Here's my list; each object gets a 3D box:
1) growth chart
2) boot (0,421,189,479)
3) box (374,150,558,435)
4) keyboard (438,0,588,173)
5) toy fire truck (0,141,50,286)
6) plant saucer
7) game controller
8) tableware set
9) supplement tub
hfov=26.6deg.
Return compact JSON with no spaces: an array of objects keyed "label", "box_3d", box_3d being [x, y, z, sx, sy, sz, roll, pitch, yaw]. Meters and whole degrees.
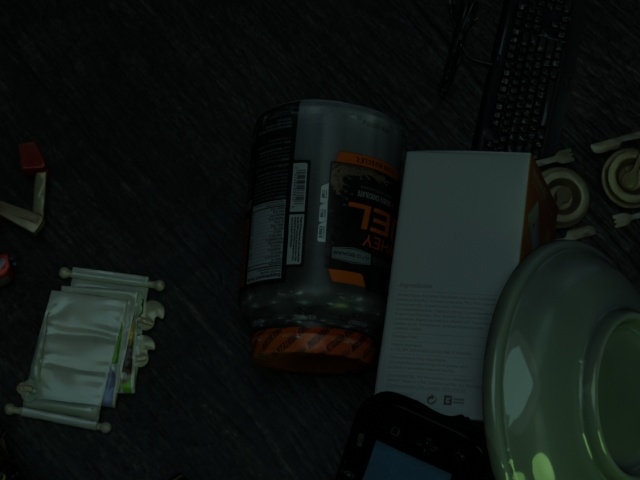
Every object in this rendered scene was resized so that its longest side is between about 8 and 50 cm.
[{"label":"growth chart","box_3d":[-0.315,0.147,1.854,0.172,0.021,0.237,16,74,4]},{"label":"boot","box_3d":[-0.374,0.334,1.746,0.377,0.138,0.284,-32,76,-3]},{"label":"box","box_3d":[0.195,0.081,1.756,0.168,0.215,0.345,2,73,20]},{"label":"keyboard","box_3d":[0.268,-0.255,1.969,0.202,0.033,0.317,13,73,4]},{"label":"toy fire truck","box_3d":[-0.437,-0.032,1.893,0.135,0.047,0.192,-13,75,-5]},{"label":"plant saucer","box_3d":[0.349,0.195,1.667,0.100,0.400,0.400,-6,68,41]},{"label":"game controller","box_3d":[0.101,0.307,1.673,0.166,0.319,0.067,17,45,3]},{"label":"tableware set","box_3d":[0.388,-0.076,1.900,0.194,0.039,0.128,-16,85,-5]},{"label":"supplement tub","box_3d":[0.000,0.000,1.802,0.207,0.207,0.338,4,75,1]}]
